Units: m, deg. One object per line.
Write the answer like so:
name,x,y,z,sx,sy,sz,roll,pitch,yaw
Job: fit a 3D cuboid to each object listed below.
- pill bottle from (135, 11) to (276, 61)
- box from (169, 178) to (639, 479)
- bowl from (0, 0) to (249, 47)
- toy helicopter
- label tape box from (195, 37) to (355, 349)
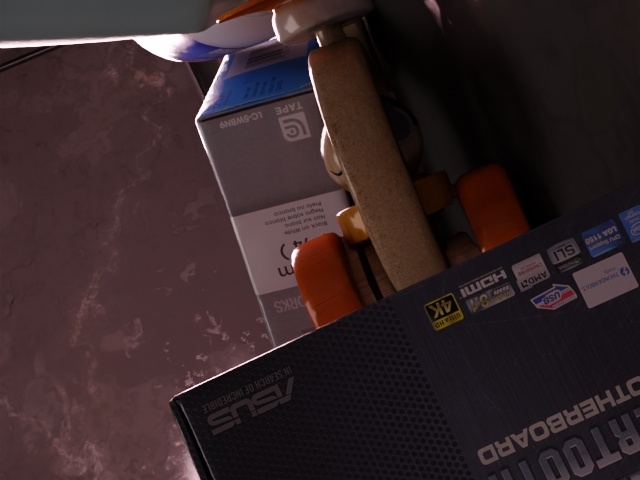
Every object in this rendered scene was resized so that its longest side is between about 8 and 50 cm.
pill bottle,-0.087,-0.233,0.992,0.152,0.152,0.272,67,166,-10
box,0.081,0.098,0.482,0.059,0.233,0.183,64,-179,-84
bowl,-0.099,-0.247,0.714,0.311,0.163,0.311,-165,90,-83
toy helicopter,0.020,-0.100,0.793,0.355,0.140,0.235,-99,-17,-61
label tape box,0.000,0.000,1.071,0.240,0.106,0.333,-86,-21,-69
